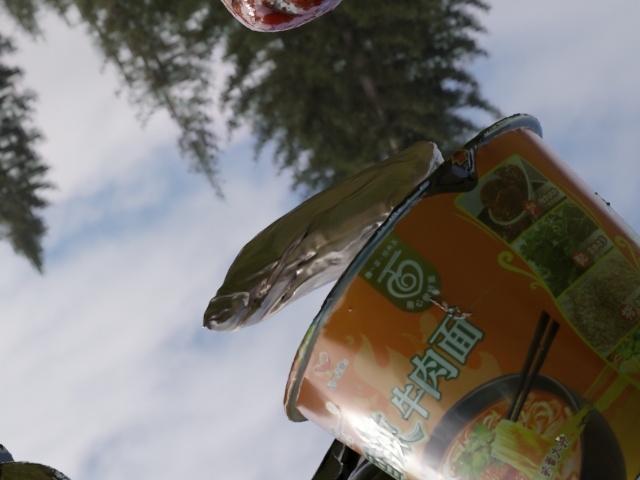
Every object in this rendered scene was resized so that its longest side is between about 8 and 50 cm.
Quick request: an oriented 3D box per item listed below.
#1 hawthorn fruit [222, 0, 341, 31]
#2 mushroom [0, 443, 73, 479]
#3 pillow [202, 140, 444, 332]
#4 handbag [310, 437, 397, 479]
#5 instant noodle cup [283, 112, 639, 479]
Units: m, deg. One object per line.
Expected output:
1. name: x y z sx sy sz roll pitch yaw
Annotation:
1. hawthorn fruit: -0.021 -0.152 0.683 0.093 0.093 0.093 -20 -157 9
2. mushroom: -0.218 0.291 0.966 0.212 0.217 0.292 -38 -153 26
3. pillow: 0.000 0.000 1.174 0.270 0.067 0.173 -32 -168 28
4. handbag: 0.004 0.254 0.988 0.275 0.088 0.244 -59 -171 3
5. instant noodle cup: 0.118 0.072 0.743 0.182 0.230 0.230 41 -121 19
